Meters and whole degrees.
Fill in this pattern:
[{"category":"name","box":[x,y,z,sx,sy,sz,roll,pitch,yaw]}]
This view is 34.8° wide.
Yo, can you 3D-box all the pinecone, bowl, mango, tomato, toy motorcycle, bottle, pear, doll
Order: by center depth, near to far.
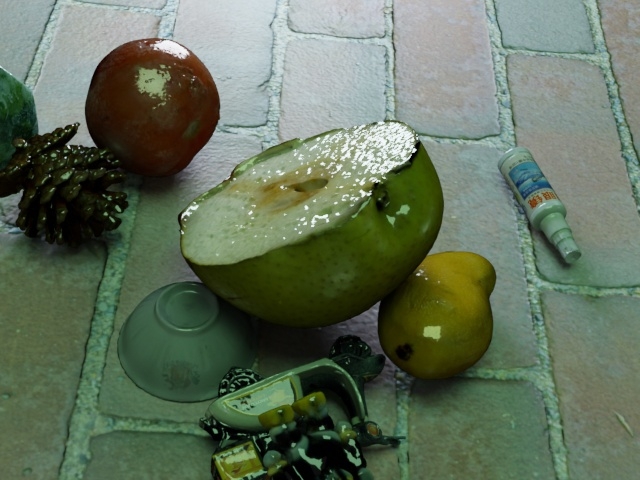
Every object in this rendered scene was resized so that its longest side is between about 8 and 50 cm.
[{"category":"doll","box":[0.030,0.321,1.138,0.145,0.103,0.316,-2,61,-57]},{"category":"toy motorcycle","box":[-0.022,0.213,1.272,0.263,0.091,0.157,-18,60,-19]},{"category":"bowl","box":[-0.174,0.110,1.346,0.189,0.086,0.189,4,47,-4]},{"category":"pear","box":[0.000,0.000,1.354,0.340,0.191,0.386,-39,23,-25]},{"category":"mango","box":[0.162,0.099,1.380,0.157,0.109,0.262,18,29,18]},{"category":"pinecone","box":[-0.365,-0.075,1.447,0.195,0.150,0.179,26,50,16]},{"category":"tomato","box":[-0.259,-0.203,1.541,0.184,0.208,0.208,29,51,21]},{"category":"bottle","box":[0.341,-0.053,1.576,0.060,0.060,0.217,-10,51,-15]}]

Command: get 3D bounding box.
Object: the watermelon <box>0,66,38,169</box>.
[{"category":"watermelon","box":[-0.608,-0.218,1.529,0.320,0.290,0.214,-24,23,-10]}]
